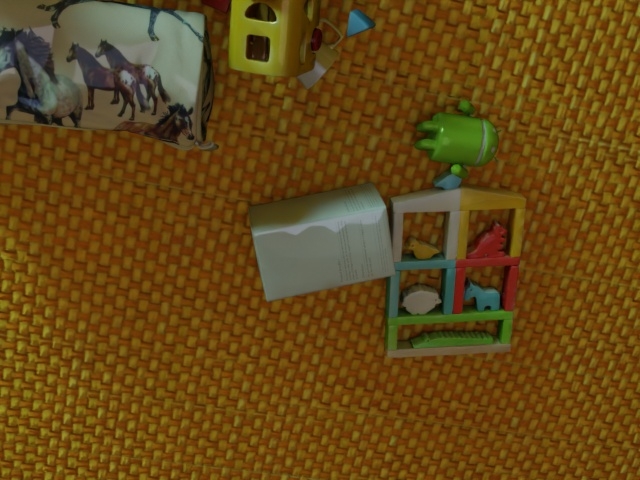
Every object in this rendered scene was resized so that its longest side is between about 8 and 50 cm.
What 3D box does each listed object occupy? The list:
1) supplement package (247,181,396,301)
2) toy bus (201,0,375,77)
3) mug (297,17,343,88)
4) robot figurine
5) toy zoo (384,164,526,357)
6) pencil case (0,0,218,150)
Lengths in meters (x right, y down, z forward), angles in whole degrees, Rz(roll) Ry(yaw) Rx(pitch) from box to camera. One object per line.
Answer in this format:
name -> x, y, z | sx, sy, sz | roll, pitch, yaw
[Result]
supplement package -> 0.000, 0.000, 1.240 | 0.179, 0.105, 0.105 | -11, 115, -4
toy bus -> -0.054, -0.289, 1.070 | 0.191, 0.104, 0.202 | -37, 94, 26
mug -> -0.015, -0.242, 1.166 | 0.064, 0.062, 0.078 | 41, 79, -12
robot figurine -> 0.187, -0.135, 1.228 | 0.115, 0.067, 0.101 | 7, 88, -10
toy zoo -> 0.192, 0.032, 1.320 | 0.193, 0.030, 0.293 | -2, 113, -7
pencil case -> -0.318, -0.201, 1.080 | 0.411, 0.160, 0.183 | 5, 104, -10
